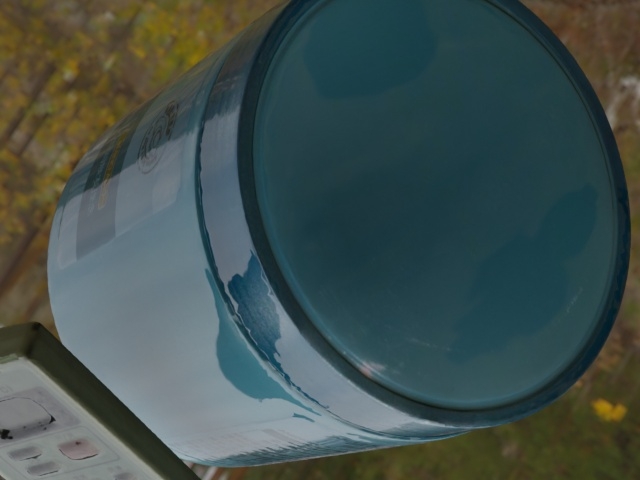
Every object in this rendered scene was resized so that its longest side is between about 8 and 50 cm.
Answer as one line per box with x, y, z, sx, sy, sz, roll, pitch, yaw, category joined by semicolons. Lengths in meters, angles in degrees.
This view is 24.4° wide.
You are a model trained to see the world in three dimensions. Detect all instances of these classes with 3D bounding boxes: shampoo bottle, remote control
0.000;0.000;1.131;0.331;0.331;0.342;35;152;-20;shampoo bottle
-0.154;0.165;1.031;0.123;0.038;0.285;-15;129;31;remote control
